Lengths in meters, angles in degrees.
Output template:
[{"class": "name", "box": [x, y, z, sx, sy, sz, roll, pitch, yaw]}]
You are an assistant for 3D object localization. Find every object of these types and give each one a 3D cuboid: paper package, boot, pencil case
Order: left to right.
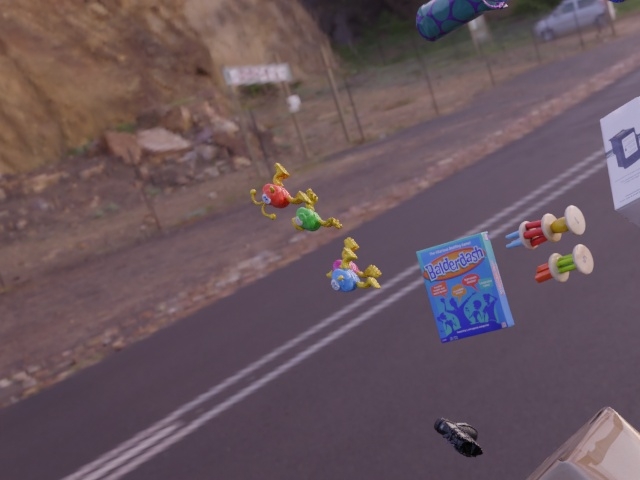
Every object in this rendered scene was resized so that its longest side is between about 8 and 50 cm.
[{"class": "pencil case", "box": [0.216, -0.359, 1.497, 0.070, 0.064, 0.152, -20, 1, -38]}, {"class": "boot", "box": [0.294, 0.405, 1.972, 0.121, 0.045, 0.099, 25, 5, -32]}, {"class": "paper package", "box": [0.460, 0.481, 1.522, 0.168, 0.325, 0.309, -33, -20, -44]}]

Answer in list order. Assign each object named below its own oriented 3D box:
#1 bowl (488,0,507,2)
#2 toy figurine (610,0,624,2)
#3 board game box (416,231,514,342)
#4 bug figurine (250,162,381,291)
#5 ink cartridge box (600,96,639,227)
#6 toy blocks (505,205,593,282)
[{"class": "bowl", "box": [0.280, -0.472, 1.190, 0.077, 0.391, 0.391, 38, 42, 22]}, {"class": "toy figurine", "box": [0.650, -0.630, 2.032, 0.217, 0.362, 0.191, 8, 6, 23]}, {"class": "board game box", "box": [0.312, 0.103, 2.113, 0.160, 0.210, 0.047, -18, -5, 29]}, {"class": "bug figurine", "box": [0.000, 0.000, 1.681, 0.072, 0.279, 0.216, -42, -16, 9]}, {"class": "ink cartridge box", "box": [0.648, -0.136, 1.900, 0.100, 0.172, 0.237, -32, 41, 39]}, {"class": "toy blocks", "box": [0.390, 0.018, 1.691, 0.054, 0.123, 0.148, 5, -18, -40]}]
